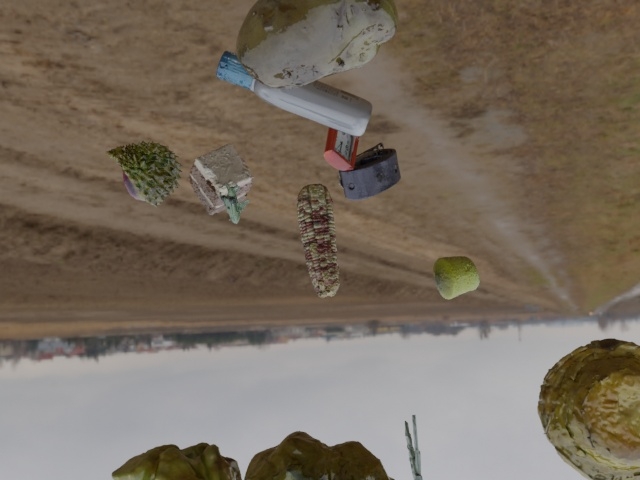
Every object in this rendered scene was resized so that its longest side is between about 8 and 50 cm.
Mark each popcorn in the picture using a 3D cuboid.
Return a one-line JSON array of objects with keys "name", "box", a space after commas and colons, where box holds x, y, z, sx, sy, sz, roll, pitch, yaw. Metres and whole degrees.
[{"name": "popcorn", "box": [-0.232, 0.486, 1.197, 0.247, 0.282, 0.282, -16, 173, -2]}]

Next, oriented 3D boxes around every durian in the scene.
[{"name": "durian", "box": [-0.352, -0.130, 1.465, 0.119, 0.108, 0.187, -26, 143, 6]}]

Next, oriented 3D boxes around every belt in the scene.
[{"name": "belt", "box": [0.151, -0.214, 2.084, 0.139, 0.126, 0.230, 4, -154, 40]}]

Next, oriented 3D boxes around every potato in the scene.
[{"name": "potato", "box": [-0.009, -0.337, 1.083, 0.262, 0.165, 0.165, -14, 172, 2]}]

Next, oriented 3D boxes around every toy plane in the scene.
[{"name": "toy plane", "box": [-0.171, -0.070, 1.330, 0.080, 0.083, 0.033, 14, -154, 35]}]

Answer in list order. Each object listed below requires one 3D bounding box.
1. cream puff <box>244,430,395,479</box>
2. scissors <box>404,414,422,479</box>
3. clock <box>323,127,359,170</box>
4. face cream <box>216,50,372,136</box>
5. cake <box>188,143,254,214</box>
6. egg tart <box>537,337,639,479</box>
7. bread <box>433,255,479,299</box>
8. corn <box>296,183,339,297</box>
[{"name": "cream puff", "box": [0.004, 0.413, 0.992, 0.281, 0.282, 0.185, -1, 157, -14]}, {"name": "scissors", "box": [0.271, 0.678, 1.880, 0.029, 0.383, 0.256, -2, 163, -7]}, {"name": "clock", "box": [0.056, -0.285, 1.951, 0.061, 0.155, 0.113, -10, 149, 36]}, {"name": "face cream", "box": [-0.056, -0.317, 1.464, 0.336, 0.080, 0.163, 20, -160, -4]}, {"name": "cake", "box": [-0.265, -0.167, 1.835, 0.134, 0.135, 0.147, -30, 169, -34]}, {"name": "egg tart", "box": [0.564, 0.325, 1.289, 0.294, 0.295, 0.116, -4, 166, 9]}, {"name": "bread", "box": [0.410, 0.106, 2.074, 0.114, 0.129, 0.111, -11, 166, -19]}, {"name": "corn", "box": [0.000, 0.000, 1.418, 0.079, 0.237, 0.079, -10, 169, -2]}]
